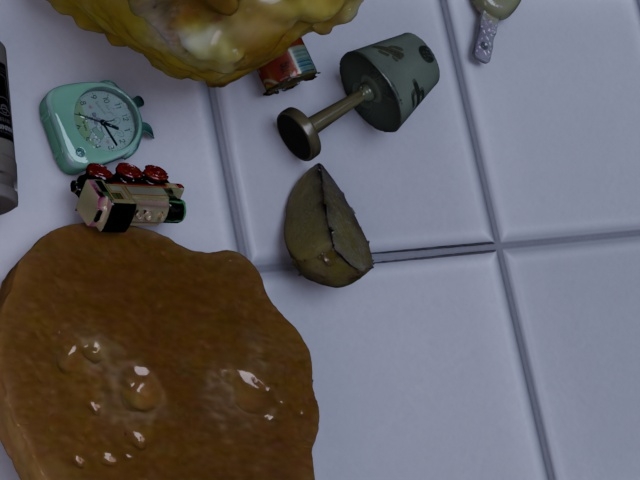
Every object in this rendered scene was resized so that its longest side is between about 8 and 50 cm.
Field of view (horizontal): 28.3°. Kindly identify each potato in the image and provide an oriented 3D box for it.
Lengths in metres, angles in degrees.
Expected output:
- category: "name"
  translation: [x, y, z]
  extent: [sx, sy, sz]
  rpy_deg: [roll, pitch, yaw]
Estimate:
- category: "potato"
  translation: [0.000, 0.000, 1.579]
  extent: [0.100, 0.089, 0.172]
  rpy_deg: [40, 24, -38]

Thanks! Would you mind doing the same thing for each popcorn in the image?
- category: "popcorn"
  translation: [-0.127, -0.363, 1.411]
  extent: [0.344, 0.390, 0.354]
  rpy_deg: [24, 87, -39]

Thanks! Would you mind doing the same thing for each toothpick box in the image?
- category: "toothpick box"
  translation: [-0.383, -0.119, 1.352]
  extent: [0.111, 0.111, 0.181]
  rpy_deg: [1, 73, -31]

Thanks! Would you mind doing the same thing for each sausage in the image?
- category: "sausage"
  translation: [-0.088, -0.315, 1.613]
  extent: [0.083, 0.083, 0.264]
  rpy_deg: [-23, 86, -34]

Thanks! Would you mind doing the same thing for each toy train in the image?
- category: "toy train"
  translation: [-0.213, -0.047, 1.441]
  extent: [0.138, 0.050, 0.087]
  rpy_deg: [1, 37, -40]

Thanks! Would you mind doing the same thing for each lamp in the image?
- category: "lamp"
  translation: [0.050, -0.181, 1.629]
  extent: [0.214, 0.121, 0.121]
  rpy_deg: [-35, 94, -24]

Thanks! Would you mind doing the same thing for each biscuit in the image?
- category: "biscuit"
  translation: [-0.178, 0.152, 1.365]
  extent: [0.365, 0.062, 0.385]
  rpy_deg: [7, 52, -25]

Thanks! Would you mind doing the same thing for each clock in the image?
- category: "clock"
  translation: [-0.252, -0.135, 1.477]
  extent: [0.135, 0.041, 0.101]
  rpy_deg: [-15, 83, -34]

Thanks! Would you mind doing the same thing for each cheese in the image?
- category: "cheese"
  translation: [0.249, -0.341, 1.842]
  extent: [0.097, 0.037, 0.192]
  rpy_deg: [25, 63, -21]
